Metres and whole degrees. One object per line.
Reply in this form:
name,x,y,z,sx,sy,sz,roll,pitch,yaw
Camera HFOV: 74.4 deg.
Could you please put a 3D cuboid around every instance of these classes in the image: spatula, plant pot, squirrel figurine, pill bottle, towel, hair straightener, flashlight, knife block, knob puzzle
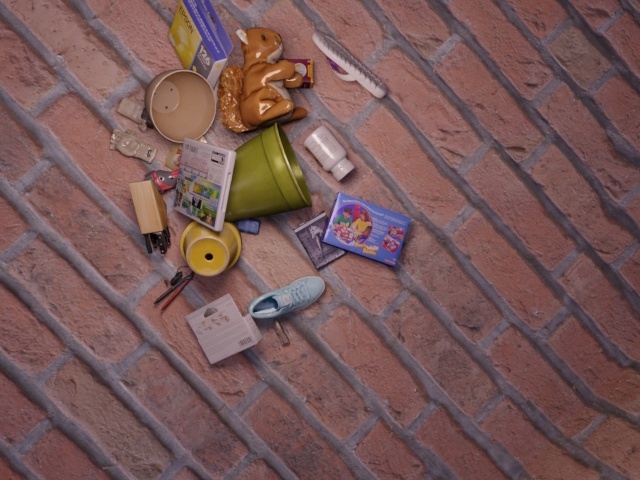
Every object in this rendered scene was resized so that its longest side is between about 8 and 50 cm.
spatula,-0.514,-0.706,1.859,0.168,0.019,0.242,19,88,-4
plant pot,-0.602,-0.571,1.734,0.190,0.284,0.284,33,86,36
squirrel figurine,-0.275,-0.646,1.708,0.396,0.281,0.371,-12,99,21
pill bottle,0.042,-0.377,1.850,0.131,0.131,0.229,-41,93,-4
towel,-0.328,-0.069,1.865,0.119,0.029,0.067,12,88,-6
hair straightener,-0.639,0.191,1.825,0.089,0.047,0.230,42,86,-4
flashlight,-0.590,-0.295,1.786,0.303,0.103,0.103,-24,99,5
knife block,-0.695,-0.080,1.733,0.088,0.276,0.242,-10,61,-6
plant pot,-0.264,-0.244,1.736,0.352,0.366,0.367,-22,92,6
plant pot,-0.450,0.035,1.722,0.253,0.239,0.255,-3,106,-10
knob puzzle,-0.558,-0.373,1.836,0.212,0.030,0.214,0,102,-1

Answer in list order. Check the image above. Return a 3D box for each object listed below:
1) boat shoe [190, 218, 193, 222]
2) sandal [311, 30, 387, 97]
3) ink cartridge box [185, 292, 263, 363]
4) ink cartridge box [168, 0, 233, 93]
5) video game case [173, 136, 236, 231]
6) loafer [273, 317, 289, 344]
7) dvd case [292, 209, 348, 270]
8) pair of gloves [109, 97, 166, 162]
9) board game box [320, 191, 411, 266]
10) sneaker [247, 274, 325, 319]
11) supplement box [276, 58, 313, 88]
boat shoe,-0.540,-0.116,1.824,0.068,0.072,0.190,-15,91,-5
sandal,0.111,-0.759,1.870,0.416,0.169,0.102,39,126,-4
ink cartridge box,-0.411,0.369,1.782,0.274,0.060,0.239,-28,91,23
ink cartridge box,-0.496,-0.809,1.715,0.072,0.307,0.304,-25,85,-35
video game case,-0.458,-0.225,1.635,0.328,0.036,0.301,23,105,39
loafer,-0.181,0.407,1.869,0.039,0.045,0.125,-28,95,2
dvd case,0.000,0.000,1.900,0.164,0.018,0.222,-31,93,-4
pair of gloves,-0.786,-0.475,1.821,0.203,0.042,0.241,17,90,-8
board game box,0.201,-0.047,1.878,0.346,0.078,0.234,20,85,-7
sneaker,-0.142,0.259,1.819,0.365,0.150,0.135,-24,93,-5
supplement box,-0.128,-0.737,1.863,0.187,0.081,0.104,-1,90,-5
